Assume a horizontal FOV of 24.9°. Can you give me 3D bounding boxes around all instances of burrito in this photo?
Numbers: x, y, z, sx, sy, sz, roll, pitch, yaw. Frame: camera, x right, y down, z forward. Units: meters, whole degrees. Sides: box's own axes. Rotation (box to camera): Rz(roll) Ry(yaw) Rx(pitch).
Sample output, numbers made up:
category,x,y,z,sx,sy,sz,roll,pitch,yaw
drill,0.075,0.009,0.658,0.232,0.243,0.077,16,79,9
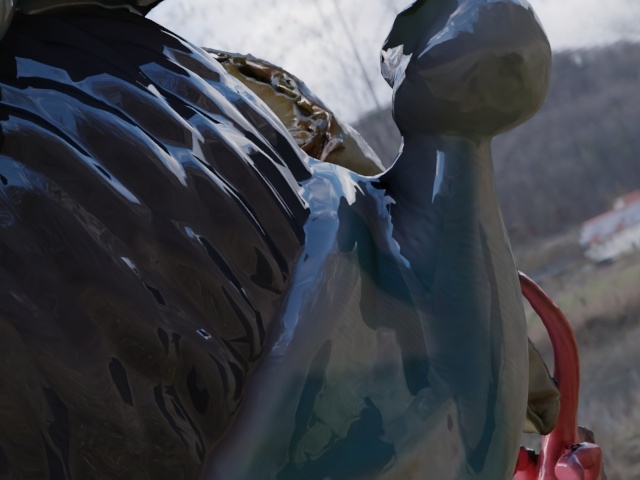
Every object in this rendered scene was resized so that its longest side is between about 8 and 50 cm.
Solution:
category,x,y,z,sx,sy,sz,roll,pitch,yaw
burrito,0.006,-0.003,0.900,0.107,0.348,0.175,-55,17,-27

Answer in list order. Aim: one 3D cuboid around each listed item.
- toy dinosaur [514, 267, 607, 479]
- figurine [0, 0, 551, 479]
category,x,y,z,sx,sy,sz,roll,pitch,yaw
toy dinosaur,0.170,0.144,0.964,0.070,0.286,0.139,-6,5,32
figurine,-0.043,0.010,0.491,0.266,0.378,0.361,4,58,57
